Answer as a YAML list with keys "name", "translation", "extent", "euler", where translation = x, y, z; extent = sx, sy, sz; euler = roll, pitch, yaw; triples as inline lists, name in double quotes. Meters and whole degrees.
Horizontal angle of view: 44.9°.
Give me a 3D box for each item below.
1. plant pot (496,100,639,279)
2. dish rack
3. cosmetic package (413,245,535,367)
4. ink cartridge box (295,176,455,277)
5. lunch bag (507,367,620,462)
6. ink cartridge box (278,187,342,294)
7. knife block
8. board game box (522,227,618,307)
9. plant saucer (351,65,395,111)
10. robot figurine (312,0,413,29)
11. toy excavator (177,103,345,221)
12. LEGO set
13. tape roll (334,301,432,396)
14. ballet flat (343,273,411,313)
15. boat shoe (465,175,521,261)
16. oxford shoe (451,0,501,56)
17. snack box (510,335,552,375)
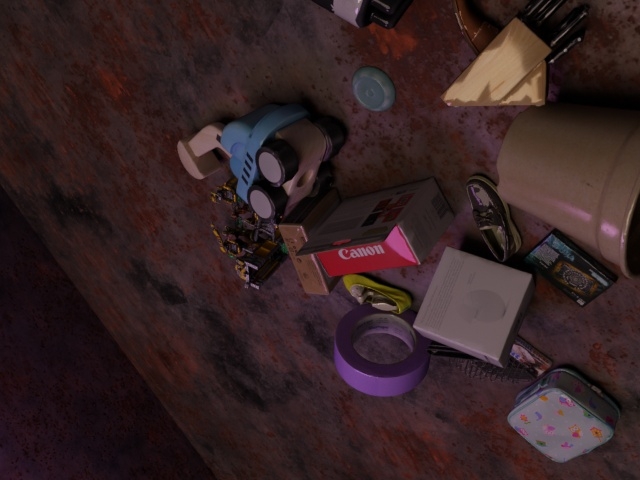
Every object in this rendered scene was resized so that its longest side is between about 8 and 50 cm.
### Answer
- name: "plant pot"
  translation: [0.527, -0.134, 1.508]
  extent: [0.305, 0.334, 0.334]
  euler: [26, 140, 37]
- name: "dish rack"
  translation: [0.443, 0.331, 2.095]
  extent: [0.271, 0.074, 0.208]
  euler: [38, 157, -31]
- name: "cosmetic package"
  translation: [0.383, 0.164, 1.917]
  extent: [0.224, 0.224, 0.138]
  euler: [21, 170, 24]
- name: "ink cartridge box"
  translation: [0.133, -0.009, 1.949]
  extent: [0.309, 0.272, 0.130]
  euler: [-11, 118, 45]
- name: "lunch bag"
  translation: [0.650, 0.466, 2.091]
  extent: [0.224, 0.108, 0.279]
  euler: [41, 141, 6]
- name: "ink cartridge box"
  translation: [0.000, 0.000, 2.129]
  extent: [0.088, 0.193, 0.235]
  euler: [2, 128, 36]
- name: "knife block"
  translation: [0.371, -0.385, 1.493]
  extent: [0.275, 0.088, 0.242]
  euler: [3, 113, 20]
- name: "board game box"
  translation: [0.589, 0.067, 1.837]
  extent: [0.186, 0.026, 0.126]
  euler: [39, 141, 4]
- name: "plant saucer"
  translation: [0.121, -0.354, 1.839]
  extent: [0.119, 0.021, 0.119]
  euler: [22, 137, 23]
- name: "robot figurine"
  translation: [0.059, -0.552, 1.593]
  extent: [0.278, 0.173, 0.209]
  euler: [33, 130, 11]
- name: "toy excavator"
  translation: [-0.195, -0.246, 2.091]
  extent: [0.445, 0.222, 0.433]
  euler: [45, 143, 19]
- name: "LEGO set"
  translation: [-0.232, -0.012, 2.311]
  extent: [0.255, 0.192, 0.331]
  euler: [29, 139, 16]
- name: "tape roll"
  translation: [0.176, 0.305, 2.201]
  extent: [0.275, 0.275, 0.090]
  euler: [23, 139, 22]
- name: "ballet flat"
  translation: [0.152, 0.157, 2.241]
  extent: [0.231, 0.077, 0.077]
  euler: [17, 136, 27]
- name: "boat shoe"
  translation: [0.407, -0.049, 1.843]
  extent: [0.080, 0.073, 0.223]
  euler: [-11, 118, 45]
- name: "oxford shoe"
  translation: [0.329, -0.423, 1.580]
  extent: [0.076, 0.076, 0.212]
  euler: [-25, 113, 23]
- name: "snack box"
  translation: [0.535, 0.293, 2.093]
  extent: [0.178, 0.022, 0.064]
  euler: [37, 142, 6]
